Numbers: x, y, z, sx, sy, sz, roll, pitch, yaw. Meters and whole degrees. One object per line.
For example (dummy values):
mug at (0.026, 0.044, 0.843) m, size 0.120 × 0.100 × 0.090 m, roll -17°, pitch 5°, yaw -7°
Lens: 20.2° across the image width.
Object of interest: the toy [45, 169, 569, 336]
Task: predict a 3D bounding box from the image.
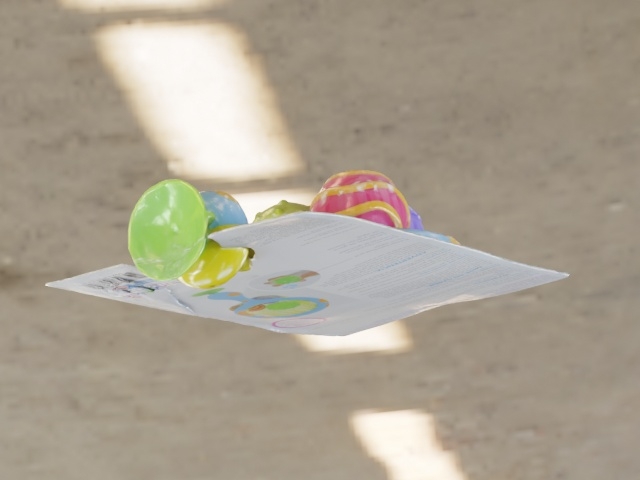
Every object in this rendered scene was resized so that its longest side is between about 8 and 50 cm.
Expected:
toy at (0.000, 0.000, 0.832) m, size 0.137 × 0.056 × 0.237 m, roll -16°, pitch 167°, yaw 31°
